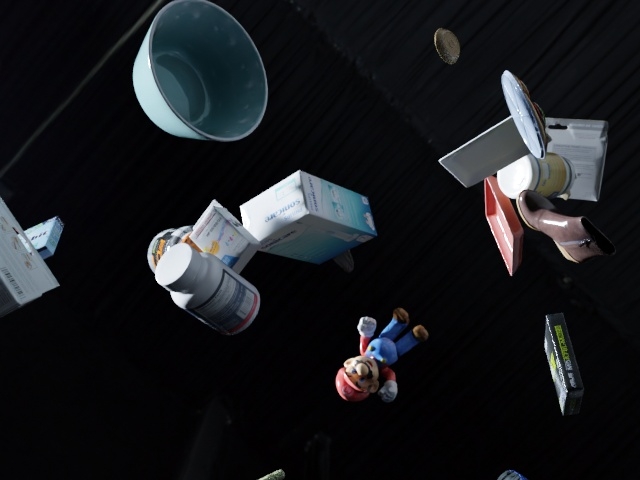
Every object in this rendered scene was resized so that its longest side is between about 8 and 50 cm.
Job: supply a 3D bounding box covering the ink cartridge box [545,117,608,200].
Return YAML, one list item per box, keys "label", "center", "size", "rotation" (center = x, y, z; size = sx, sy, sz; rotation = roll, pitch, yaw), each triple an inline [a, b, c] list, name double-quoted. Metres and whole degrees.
- label: "ink cartridge box"
  center: [0.800, -0.294, 2.106]
  size: [0.309, 0.272, 0.130]
  rotation: [9, -154, 21]

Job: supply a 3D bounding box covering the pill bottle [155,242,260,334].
- label: "pill bottle"
  center: [-0.198, 0.083, 1.087]
  size: [0.180, 0.108, 0.108]
  rotation: [45, -173, -43]

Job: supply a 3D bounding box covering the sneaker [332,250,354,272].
- label: "sneaker"
  center: [0.000, 0.000, 2.038]
  size: [0.286, 0.130, 0.109]
  rotation: [52, -178, -2]

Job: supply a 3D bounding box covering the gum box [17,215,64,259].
- label: "gum box"
  center: [-0.870, 0.014, 1.873]
  size: [0.184, 0.157, 0.041]
  rotation: [-109, -6, -57]

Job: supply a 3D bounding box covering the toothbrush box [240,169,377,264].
- label: "toothbrush box"
  center: [-0.028, -0.050, 1.628]
  size: [0.295, 0.216, 0.126]
  rotation: [14, -124, -49]

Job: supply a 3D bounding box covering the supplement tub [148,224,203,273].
- label: "supplement tub"
  center: [-0.478, 0.052, 2.226]
  size: [0.207, 0.207, 0.338]
  rotation: [40, 159, -23]

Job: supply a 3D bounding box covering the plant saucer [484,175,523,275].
- label: "plant saucer"
  center: [0.597, -0.054, 2.005]
  size: [0.259, 0.048, 0.258]
  rotation: [66, -170, -56]

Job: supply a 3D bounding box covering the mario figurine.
- label: "mario figurine"
  center: [0.176, 0.349, 1.851]
  size: [0.198, 0.320, 0.170]
  rotation: [25, 155, 55]

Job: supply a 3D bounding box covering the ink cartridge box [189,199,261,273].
- label: "ink cartridge box"
  center: [-0.247, -0.011, 1.527]
  size: [0.181, 0.104, 0.061]
  rotation: [43, -168, 19]

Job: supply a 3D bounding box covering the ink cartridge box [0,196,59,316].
- label: "ink cartridge box"
  center: [-0.720, 0.021, 1.381]
  size: [0.275, 0.060, 0.239]
  rotation: [59, 178, -6]

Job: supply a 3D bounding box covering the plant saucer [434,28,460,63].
- label: "plant saucer"
  center: [0.288, -0.437, 1.385]
  size: [0.083, 0.015, 0.083]
  rotation: [11, -107, -39]

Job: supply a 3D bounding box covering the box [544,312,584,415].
- label: "box"
  center: [0.565, 0.291, 1.444]
  size: [0.190, 0.045, 0.184]
  rotation: [61, -161, -55]

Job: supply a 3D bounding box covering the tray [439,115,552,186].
- label: "tray"
  center: [0.472, -0.252, 1.686]
  size: [0.145, 0.270, 0.030]
  rotation: [34, -139, -33]

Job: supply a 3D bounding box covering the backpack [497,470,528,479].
- label: "backpack"
  center: [0.446, 0.603, 1.434]
  size: [0.101, 0.120, 0.098]
  rotation: [35, 169, -12]

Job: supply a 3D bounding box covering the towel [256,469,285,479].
- label: "towel"
  center: [-0.145, 0.585, 1.473]
  size: [0.110, 0.148, 0.027]
  rotation: [-17, -112, -28]

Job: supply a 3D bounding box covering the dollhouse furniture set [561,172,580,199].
- label: "dollhouse furniture set"
  center: [0.802, -0.175, 2.010]
  size: [0.081, 0.091, 0.114]
  rotation: [6, -117, -11]

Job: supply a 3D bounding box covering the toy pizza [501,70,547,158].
- label: "toy pizza"
  center: [0.435, -0.266, 1.300]
  size: [0.201, 0.032, 0.201]
  rotation: [61, -168, -24]

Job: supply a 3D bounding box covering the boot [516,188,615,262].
- label: "boot"
  center: [0.626, -0.050, 1.585]
  size: [0.248, 0.090, 0.207]
  rotation: [49, 174, 3]

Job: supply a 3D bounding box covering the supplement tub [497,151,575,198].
- label: "supplement tub"
  center: [0.649, -0.196, 1.858]
  size: [0.200, 0.144, 0.144]
  rotation: [-2, -143, -30]

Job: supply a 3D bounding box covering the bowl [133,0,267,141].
- label: "bowl"
  center: [-0.284, -0.350, 1.362]
  size: [0.311, 0.163, 0.311]
  rotation: [13, -108, -47]
